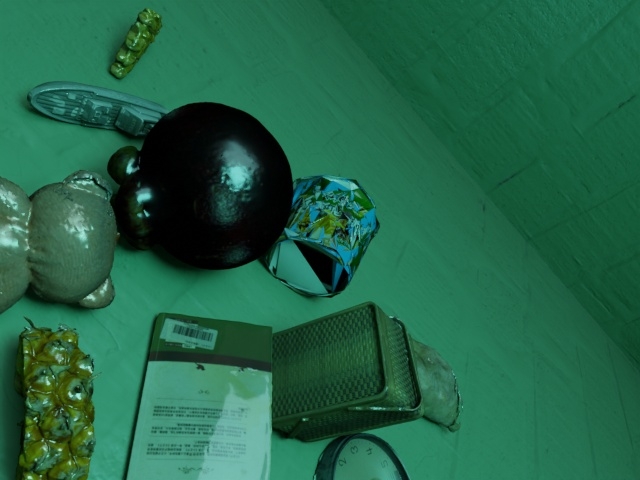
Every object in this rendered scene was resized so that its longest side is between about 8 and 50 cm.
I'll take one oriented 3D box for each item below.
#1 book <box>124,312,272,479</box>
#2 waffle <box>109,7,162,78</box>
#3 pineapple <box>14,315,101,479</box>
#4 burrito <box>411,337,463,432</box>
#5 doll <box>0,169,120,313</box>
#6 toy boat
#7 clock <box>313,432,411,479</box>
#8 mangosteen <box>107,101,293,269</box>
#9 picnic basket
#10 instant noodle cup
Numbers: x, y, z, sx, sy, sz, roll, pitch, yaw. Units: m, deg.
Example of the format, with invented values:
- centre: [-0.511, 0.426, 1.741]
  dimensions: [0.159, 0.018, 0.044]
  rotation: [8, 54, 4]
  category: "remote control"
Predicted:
- centre: [-0.169, 0.249, 0.712]
  dimensions: [0.201, 0.026, 0.289]
  rotation: [12, 50, -17]
  category: "book"
- centre: [-0.407, -0.439, 1.054]
  dimensions: [0.046, 0.160, 0.192]
  rotation: [29, 12, -21]
  category: "waffle"
- centre: [-0.316, 0.193, 0.553]
  dimensions: [0.080, 0.135, 0.233]
  rotation: [5, 57, -46]
  category: "pineapple"
- centre: [0.201, 0.298, 1.085]
  dimensions: [0.348, 0.107, 0.175]
  rotation: [32, 53, -24]
  category: "burrito"
- centre: [-0.431, 0.000, 0.621]
  dimensions: [0.303, 0.156, 0.201]
  rotation: [0, 100, -28]
  category: "doll"
- centre: [-0.405, -0.243, 0.884]
  dimensions: [0.261, 0.078, 0.085]
  rotation: [-2, 47, -52]
  category: "toy boat"
- centre: [0.087, 0.463, 0.851]
  dimensions: [0.226, 0.049, 0.226]
  rotation: [31, 39, -29]
  category: "clock"
- centre: [-0.197, -0.088, 0.804]
  dimensions: [0.313, 0.297, 0.296]
  rotation: [-15, 71, -57]
  category: "mangosteen"
- centre: [0.028, 0.228, 0.797]
  dimensions: [0.139, 0.267, 0.165]
  rotation: [43, 34, -43]
  category: "picnic basket"
- centre: [0.000, 0.000, 1.021]
  dimensions: [0.240, 0.240, 0.178]
  rotation: [39, 46, -18]
  category: "instant noodle cup"
